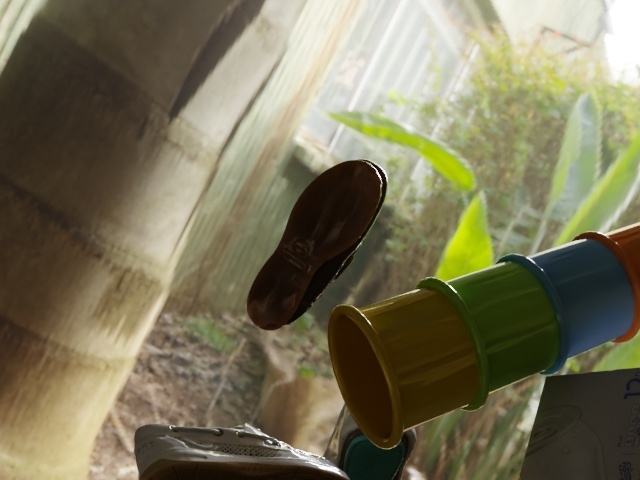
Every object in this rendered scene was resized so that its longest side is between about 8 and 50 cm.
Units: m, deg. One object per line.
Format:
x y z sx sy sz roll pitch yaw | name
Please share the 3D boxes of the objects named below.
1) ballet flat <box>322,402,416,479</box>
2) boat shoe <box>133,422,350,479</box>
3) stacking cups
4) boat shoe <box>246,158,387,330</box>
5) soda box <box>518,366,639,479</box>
0.053 0.325 1.454 0.139 0.139 0.400 26 -41 9 | ballet flat
-0.083 0.249 1.131 0.277 0.098 0.096 20 27 -37 | boat shoe
0.166 0.044 0.668 0.316 0.096 0.096 -16 17 -18 | stacking cups
0.000 0.000 0.990 0.073 0.207 0.073 45 26 13 | boat shoe
0.153 0.211 0.554 0.091 0.286 0.098 -14 -51 42 | soda box
